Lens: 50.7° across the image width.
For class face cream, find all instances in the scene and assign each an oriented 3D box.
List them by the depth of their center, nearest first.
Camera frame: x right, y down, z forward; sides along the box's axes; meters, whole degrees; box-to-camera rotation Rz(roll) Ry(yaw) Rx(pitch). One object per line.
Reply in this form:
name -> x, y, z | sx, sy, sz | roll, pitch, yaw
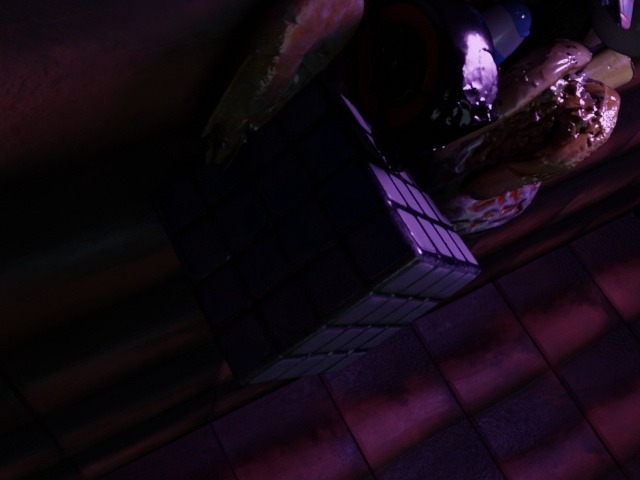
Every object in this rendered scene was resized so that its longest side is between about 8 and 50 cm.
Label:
face cream -> 0.228, -0.287, 1.104 | 0.264, 0.083, 0.149 | -40, 172, 23

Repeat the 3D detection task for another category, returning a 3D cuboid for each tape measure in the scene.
tape measure -> 0.135, -0.227, 0.920 | 0.135, 0.223, 0.202 | -12, 172, -39

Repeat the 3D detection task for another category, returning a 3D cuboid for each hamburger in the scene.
hamburger -> 0.352, -0.209, 1.177 | 0.318, 0.195, 0.277 | -34, -175, 11

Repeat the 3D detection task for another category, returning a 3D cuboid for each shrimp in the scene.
shrimp -> -0.055, -0.214, 0.892 | 0.168, 0.077, 0.317 | -8, 147, -53

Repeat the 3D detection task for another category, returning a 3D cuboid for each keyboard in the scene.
keyboard -> 0.428, -0.424, 1.158 | 0.072, 0.023, 0.231 | -20, 159, -47

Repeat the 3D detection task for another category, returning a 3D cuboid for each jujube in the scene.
jujube -> 0.335, -0.123, 1.459 | 0.308, 0.215, 0.246 | -29, 161, -10

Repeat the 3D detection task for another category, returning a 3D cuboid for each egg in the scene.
egg -> 0.562, -0.403, 1.167 | 0.236, 0.169, 0.169 | -7, 150, -42

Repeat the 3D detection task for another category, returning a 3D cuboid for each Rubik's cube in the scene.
Rubik's cube -> 0.000, 0.000, 1.096 | 0.344, 0.337, 0.343 | -36, 160, 18

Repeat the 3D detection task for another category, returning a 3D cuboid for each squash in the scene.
squash -> 0.554, -0.344, 1.468 | 0.224, 0.094, 0.094 | -23, 161, 3

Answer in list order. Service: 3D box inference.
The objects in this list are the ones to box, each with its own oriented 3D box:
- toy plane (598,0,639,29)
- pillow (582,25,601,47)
toy plane -> 0.408, -0.436, 0.957 | 0.326, 0.223, 0.104 | 15, 178, -34
pillow -> 0.613, -0.451, 1.342 | 0.211, 0.034, 0.135 | -25, 157, -21
